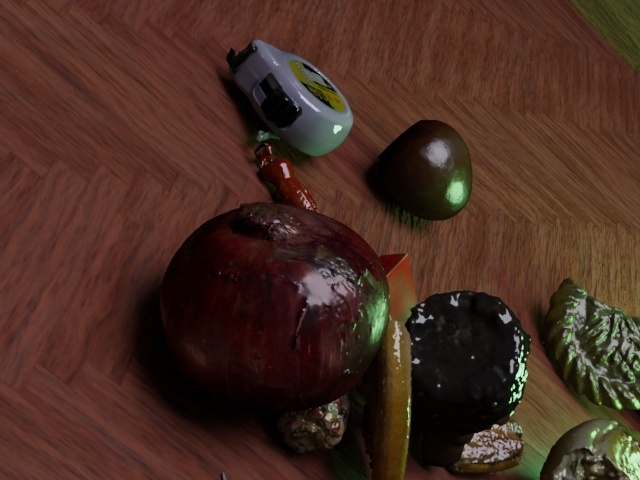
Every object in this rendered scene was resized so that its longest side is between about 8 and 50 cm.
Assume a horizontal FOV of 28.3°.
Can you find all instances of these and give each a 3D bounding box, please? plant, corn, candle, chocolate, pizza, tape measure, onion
[{"bbox_3d":[0.192,0.175,1.708,0.234,0.178,0.204,69,23,-60],"label":"plant"},{"bbox_3d":[0.003,0.164,1.655,0.092,0.092,0.281,40,32,-19],"label":"corn"},{"bbox_3d":[0.000,0.000,1.863,0.051,0.048,0.329,-23,78,-37],"label":"candle"},{"bbox_3d":[0.185,-0.112,2.112,0.176,0.176,0.177,33,36,-28],"label":"chocolate"},{"bbox_3d":[0.081,0.222,1.601,0.056,0.271,0.134,-3,28,-12],"label":"pizza"},{"bbox_3d":[-0.042,-0.208,1.967,0.196,0.105,0.178,21,31,-48],"label":"tape measure"},{"bbox_3d":[-0.054,0.072,1.503,0.276,0.276,0.276,33,36,-28],"label":"onion"},{"bbox_3d":[0.204,0.246,1.865,0.147,0.069,0.226,-21,71,-36],"label":"pizza"}]

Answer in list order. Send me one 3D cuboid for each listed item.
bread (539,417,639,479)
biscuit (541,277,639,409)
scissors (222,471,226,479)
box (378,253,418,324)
[{"bbox_3d":[0.443,0.379,1.934,0.314,0.171,0.192,37,32,-25],"label":"bread"},{"bbox_3d":[0.508,0.200,2.216,0.273,0.036,0.187,27,72,1],"label":"biscuit"},{"bbox_3d":[-0.103,0.304,1.458,0.036,0.006,0.083,22,42,-43],"label":"scissors"},{"bbox_3d":[0.102,0.119,1.803,0.112,0.048,0.175,-40,121,-60],"label":"box"}]
